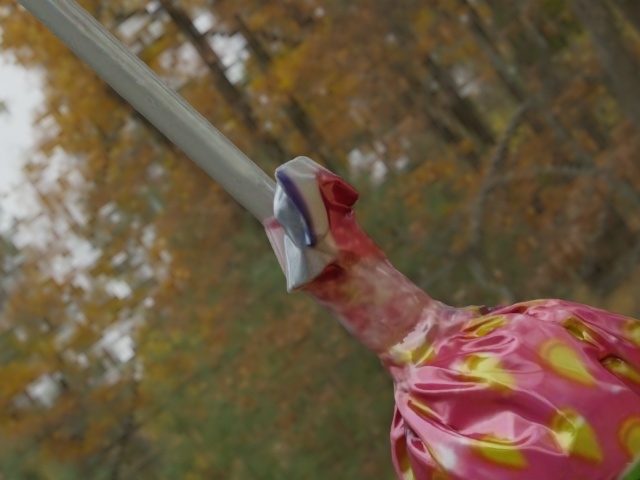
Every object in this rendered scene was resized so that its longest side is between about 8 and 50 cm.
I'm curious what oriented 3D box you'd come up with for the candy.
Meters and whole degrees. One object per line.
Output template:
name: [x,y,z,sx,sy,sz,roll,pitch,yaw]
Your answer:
candy: [0.000,0.000,0.746,0.124,0.365,0.124,-47,-1,-1]
